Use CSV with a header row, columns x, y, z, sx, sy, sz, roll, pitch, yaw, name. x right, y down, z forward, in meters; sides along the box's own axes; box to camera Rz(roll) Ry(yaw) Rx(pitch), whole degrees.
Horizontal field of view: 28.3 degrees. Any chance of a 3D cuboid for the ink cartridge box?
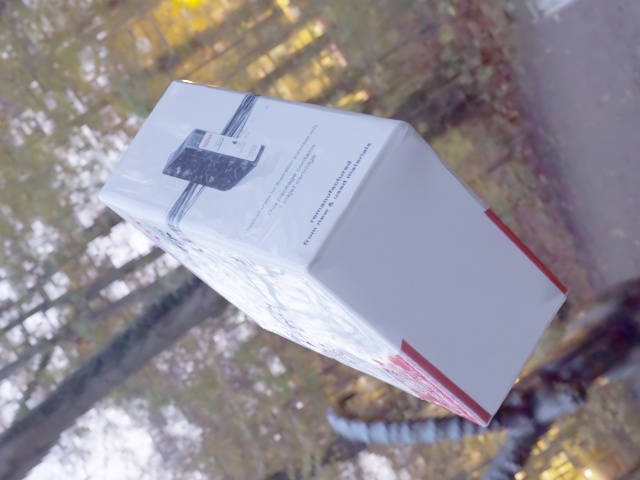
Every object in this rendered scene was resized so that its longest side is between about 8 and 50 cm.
x,y,z,sx,sy,sz,roll,pitch,yaw,name
0.000,0.000,0.878,0.197,0.114,0.273,41,167,-35,ink cartridge box
